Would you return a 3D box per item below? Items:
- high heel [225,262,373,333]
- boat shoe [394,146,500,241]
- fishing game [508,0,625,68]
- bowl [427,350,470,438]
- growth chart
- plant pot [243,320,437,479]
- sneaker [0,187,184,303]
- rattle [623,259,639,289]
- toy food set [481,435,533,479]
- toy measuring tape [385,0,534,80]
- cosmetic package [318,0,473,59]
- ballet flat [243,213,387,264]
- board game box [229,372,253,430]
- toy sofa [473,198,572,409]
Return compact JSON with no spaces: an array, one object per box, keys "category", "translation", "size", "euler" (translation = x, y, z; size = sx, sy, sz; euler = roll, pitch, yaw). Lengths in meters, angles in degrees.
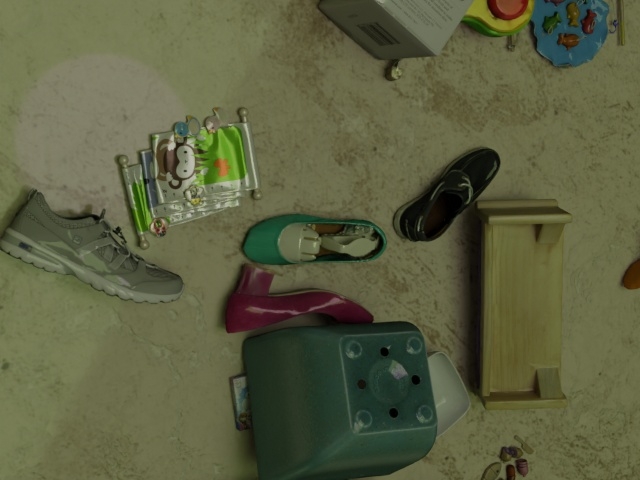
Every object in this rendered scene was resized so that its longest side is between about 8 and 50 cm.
[{"category":"high heel","translation":[-0.033,0.127,1.749],"size":[0.244,0.082,0.117],"euler":[21,80,-23]},{"category":"boat shoe","translation":[0.235,-0.077,1.861],"size":[0.233,0.079,0.084],"euler":[-40,112,-18]},{"category":"fishing game","translation":[0.453,-0.404,1.945],"size":[0.264,0.041,0.189],"euler":[-3,96,-25]},{"category":"bowl","translation":[0.180,0.275,1.893],"size":[0.142,0.053,0.142],"euler":[-35,110,-19]},{"category":"growth chart","translation":[-0.199,-0.105,1.678],"size":[0.237,0.021,0.171],"euler":[-23,105,-22]},{"category":"plant pot","translation":[0.049,0.239,1.673],"size":[0.247,0.252,0.247],"euler":[-1,74,-25]},{"category":"sneaker","translation":[-0.321,0.014,1.587],"size":[0.281,0.105,0.115],"euler":[23,87,-26]},{"category":"rattle","translation":[0.705,0.057,2.113],"size":[0.200,0.130,0.142],"euler":[12,104,-53]},{"category":"toy food set","translation":[0.354,0.430,2.016],"size":[0.078,0.019,0.122],"euler":[43,78,-24]},{"category":"toy measuring tape","translation":[0.260,-0.358,1.822],"size":[0.330,0.121,0.121],"euler":[-45,113,-5]},{"category":"cosmetic package","translation":[0.185,-0.476,1.719],"size":[0.155,0.197,0.365],"euler":[36,79,-25]},{"category":"ballet flat","translation":[0.000,0.000,1.751],"size":[0.247,0.087,0.083],"euler":[-2,98,-25]},{"category":"board game box","translation":[-0.100,0.259,1.774],"size":[0.090,0.020,0.090],"euler":[-12,101,-24]},{"category":"toy sofa","translation":[0.348,0.108,1.910],"size":[0.150,0.177,0.362],"euler":[-2,102,-3]}]
